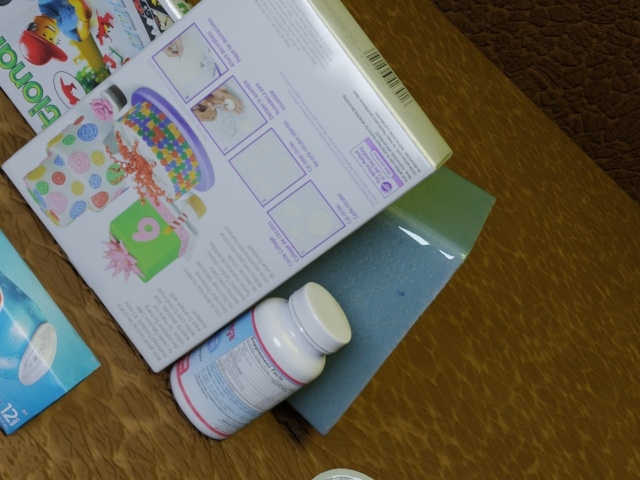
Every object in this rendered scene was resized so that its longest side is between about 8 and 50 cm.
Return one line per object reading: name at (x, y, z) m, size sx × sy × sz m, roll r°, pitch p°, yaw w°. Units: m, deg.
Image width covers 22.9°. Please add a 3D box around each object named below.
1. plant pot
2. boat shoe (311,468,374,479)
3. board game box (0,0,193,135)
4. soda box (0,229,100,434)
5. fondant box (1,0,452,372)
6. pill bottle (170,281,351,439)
plant pot at (0.000, 0.000, 1.654) m, size 0.252 × 0.248 × 0.247 m, roll 38°, pitch 21°, yaw 1°
boat shoe at (0.087, 0.364, 1.435) m, size 0.340 × 0.127 × 0.113 m, roll 51°, pitch -11°, yaw 13°
board game box at (-0.206, -0.175, 1.519) m, size 0.305 × 0.193 × 0.053 m, roll 53°, pitch 19°, yaw -3°
soda box at (-0.266, 0.040, 1.219) m, size 0.210 × 0.067 × 0.071 m, roll 53°, pitch 20°, yaw -2°
fondant box at (-0.085, -0.072, 1.421) m, size 0.238 × 0.330 × 0.096 m, roll 53°, pitch 18°, yaw -2°
pill bottle at (-0.053, 0.108, 1.452) m, size 0.087 × 0.160 × 0.087 m, roll 46°, pitch 21°, yaw -23°
